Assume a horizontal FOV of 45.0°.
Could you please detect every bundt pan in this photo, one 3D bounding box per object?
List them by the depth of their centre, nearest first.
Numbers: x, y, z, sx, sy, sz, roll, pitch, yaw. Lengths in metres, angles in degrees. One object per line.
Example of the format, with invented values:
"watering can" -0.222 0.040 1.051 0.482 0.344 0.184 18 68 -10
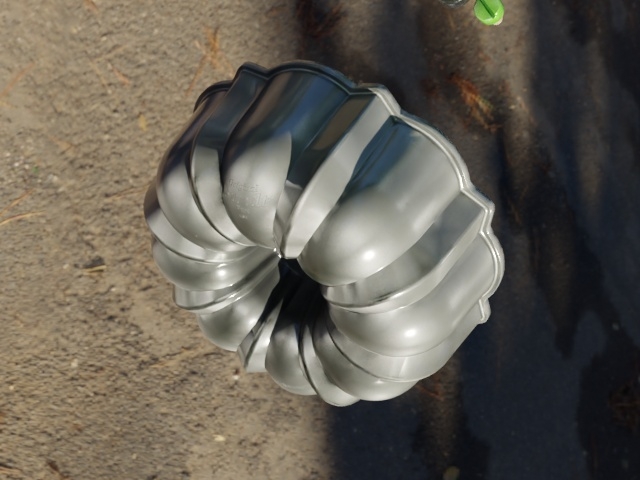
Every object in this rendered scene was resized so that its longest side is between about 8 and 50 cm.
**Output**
"bundt pan" -0.018 0.019 0.673 0.331 0.331 0.124 57 48 -22

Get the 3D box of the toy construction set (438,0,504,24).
"toy construction set" 0.150 -0.465 0.928 0.237 0.257 0.309 -3 121 -64
